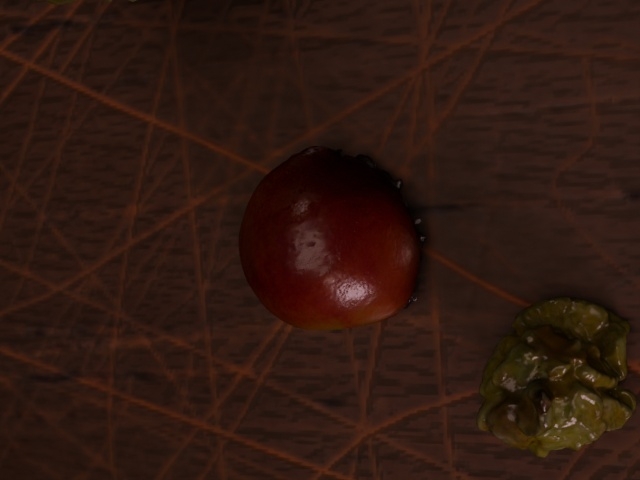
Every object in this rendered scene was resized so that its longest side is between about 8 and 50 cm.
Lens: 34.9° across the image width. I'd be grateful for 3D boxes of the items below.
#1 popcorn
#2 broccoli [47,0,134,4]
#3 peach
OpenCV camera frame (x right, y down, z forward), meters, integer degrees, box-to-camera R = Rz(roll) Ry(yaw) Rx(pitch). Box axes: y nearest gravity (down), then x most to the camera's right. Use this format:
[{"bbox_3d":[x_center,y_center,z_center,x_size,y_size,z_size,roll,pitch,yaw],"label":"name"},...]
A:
[{"bbox_3d":[0.107,0.061,0.471,0.083,0.068,0.059,-49,120,-6],"label":"popcorn"},{"bbox_3d":[-0.129,-0.269,0.461,0.281,0.348,0.293,2,52,51],"label":"broccoli"},{"bbox_3d":[0.000,0.001,0.504,0.098,0.061,0.098,5,100,27],"label":"peach"}]
